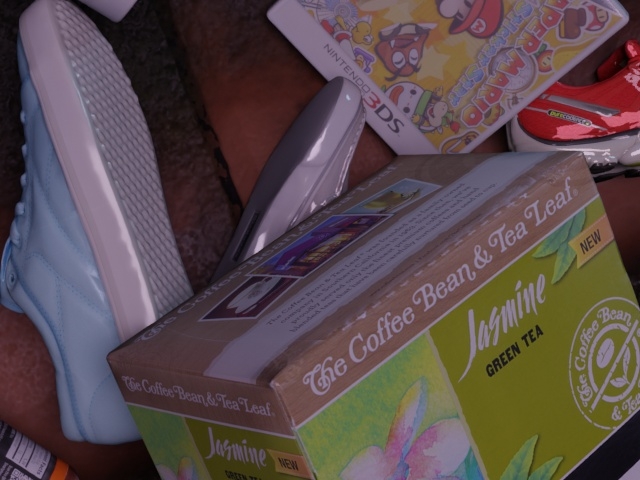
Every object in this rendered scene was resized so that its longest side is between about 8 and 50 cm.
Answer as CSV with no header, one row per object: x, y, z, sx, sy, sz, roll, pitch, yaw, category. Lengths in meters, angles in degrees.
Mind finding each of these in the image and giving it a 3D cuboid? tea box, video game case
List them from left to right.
0.074,0.144,1.232,0.329,0.220,0.323,-36,112,-32,tea box
0.103,-0.188,1.351,0.227,0.026,0.206,-40,101,23,video game case

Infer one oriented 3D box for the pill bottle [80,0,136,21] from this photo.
-0.240,-0.302,1.256,0.283,0.161,0.161,33,84,-13,pill bottle

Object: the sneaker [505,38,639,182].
0.296,-0.120,1.421,0.279,0.107,0.118,-6,83,-16,sneaker

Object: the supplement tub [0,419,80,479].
-0.265,0.198,1.287,0.198,0.106,0.106,36,83,-11,supplement tub

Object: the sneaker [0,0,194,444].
-0.205,-0.011,1.290,0.150,0.135,0.366,-19,81,14,sneaker

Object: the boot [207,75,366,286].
0.000,0.000,1.364,0.123,0.095,0.258,27,93,-18,boot
